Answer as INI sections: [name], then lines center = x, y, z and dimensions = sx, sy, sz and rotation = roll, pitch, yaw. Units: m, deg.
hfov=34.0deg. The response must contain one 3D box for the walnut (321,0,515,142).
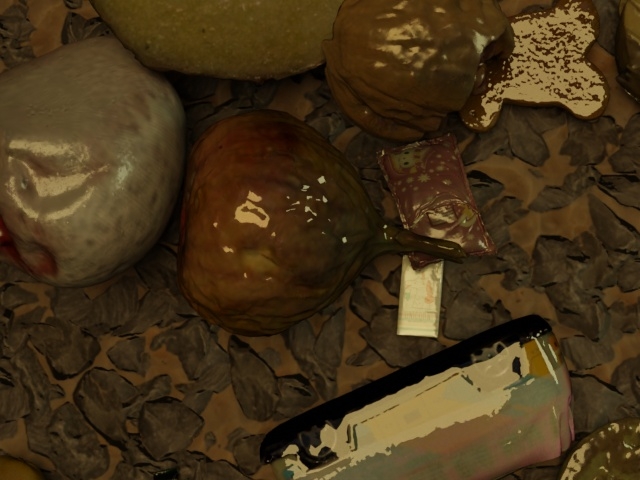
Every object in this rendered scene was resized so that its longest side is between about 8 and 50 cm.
[walnut]
center = 0.123, -0.233, 1.291
dimensions = 0.238, 0.141, 0.204
rotation = -46, 119, 3

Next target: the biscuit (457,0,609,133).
[biscuit]
center = 0.227, -0.240, 1.401
dimensions = 0.301, 0.049, 0.197
rotation = -3, 82, 7

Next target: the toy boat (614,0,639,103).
[toy boat]
center = 0.545, -0.174, 1.305
dimensions = 0.445, 0.136, 0.162
rotation = 40, 83, 13

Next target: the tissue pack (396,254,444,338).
[tissue pack]
center = 0.131, 0.073, 1.377
dimensions = 0.056, 0.023, 0.108
rotation = 5, 81, 9

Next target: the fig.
[fig]
center = 0.000, 0.000, 1.311
dimensions = 0.369, 0.286, 0.286
rotation = 15, 83, -7

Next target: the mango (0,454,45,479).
[mango]
center = -0.442, 0.372, 1.383
dimensions = 0.130, 0.092, 0.194
rotation = 30, 95, 10

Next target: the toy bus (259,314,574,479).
[toy bus]
center = 0.133, 0.239, 1.286
dimensions = 0.386, 0.171, 0.162
rotation = -25, 88, 3

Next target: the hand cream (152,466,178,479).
[hand cream]
center = -0.194, 0.363, 1.379
dimensions = 0.036, 0.023, 0.122
rotation = -15, 75, 9

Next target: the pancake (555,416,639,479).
[pancake]
center = 0.399, 0.338, 1.287
dimensions = 0.236, 0.042, 0.222
rotation = 36, 83, 9

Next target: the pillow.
[pillow]
center = 0.151, -0.050, 1.383
dimensions = 0.118, 0.043, 0.185
rotation = -15, 69, 1

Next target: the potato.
[potato]
center = -0.106, -0.431, 1.366
dimensions = 0.442, 0.319, 0.385
rotation = -8, 119, -10

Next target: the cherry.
[cherry]
center = -0.315, -0.098, 1.327
dimensions = 0.335, 0.291, 0.326
rotation = -31, 39, -10
